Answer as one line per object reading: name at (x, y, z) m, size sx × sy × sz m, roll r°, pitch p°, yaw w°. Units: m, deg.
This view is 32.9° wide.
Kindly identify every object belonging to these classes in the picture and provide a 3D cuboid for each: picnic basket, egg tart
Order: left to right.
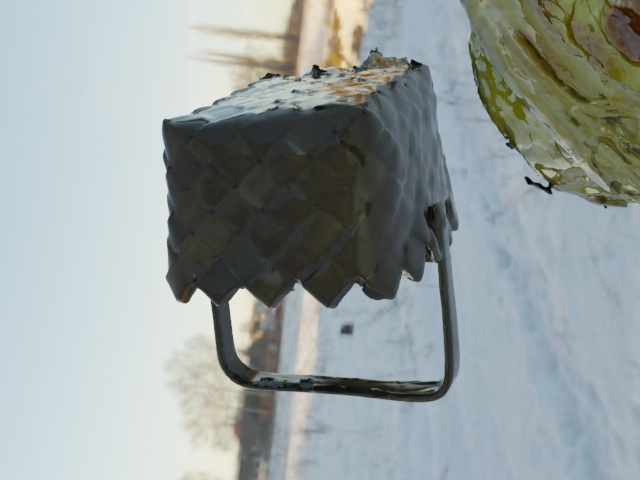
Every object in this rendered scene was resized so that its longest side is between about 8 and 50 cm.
picnic basket at (0.000, 0.000, 1.041) m, size 0.291 × 0.254 × 0.321 m, roll -42°, pitch -51°, yaw -63°
egg tart at (0.195, -0.118, 0.736) m, size 0.116 × 0.295 × 0.294 m, roll -50°, pitch 26°, yaw 48°

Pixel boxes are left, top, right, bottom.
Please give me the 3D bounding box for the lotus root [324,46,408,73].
lotus root at (0.027, -0.137, 1.460) m, size 0.154 × 0.140 × 0.257 m, roll 46°, pitch 126°, yaw 29°
